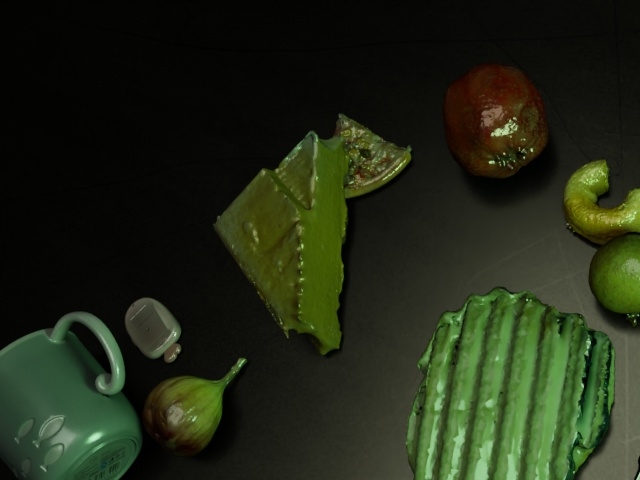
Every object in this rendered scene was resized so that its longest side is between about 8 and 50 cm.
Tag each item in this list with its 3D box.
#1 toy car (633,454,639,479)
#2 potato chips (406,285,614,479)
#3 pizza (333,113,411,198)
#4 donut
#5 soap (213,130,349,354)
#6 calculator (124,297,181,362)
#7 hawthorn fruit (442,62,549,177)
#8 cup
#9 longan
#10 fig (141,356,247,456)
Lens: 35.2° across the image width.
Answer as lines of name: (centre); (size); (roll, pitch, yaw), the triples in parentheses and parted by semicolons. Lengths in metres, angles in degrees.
toy car: (0.548, 0.428, 1.648); (0.108, 0.089, 0.209); (26, 77, 21)
potato chips: (0.331, 0.293, 1.795); (0.359, 0.070, 0.429); (6, 71, 25)
pizza: (0.080, -0.191, 2.082); (0.185, 0.052, 0.195); (-30, 64, 4)
donut: (0.524, -0.067, 1.859); (0.146, 0.078, 0.181); (-42, 60, -3)
soap: (0.000, 0.000, 1.960); (0.304, 0.169, 0.338); (-46, 61, 16)
calculator: (-0.348, 0.187, 2.104); (0.103, 0.024, 0.166); (-45, 61, -1)
hawthorn fruit: (0.326, -0.246, 1.939); (0.205, 0.205, 0.253); (-22, 53, 11)
cup: (-0.480, 0.315, 1.947); (0.274, 0.259, 0.356); (43, 115, 24)
longan: (0.553, 0.070, 1.767); (0.145, 0.176, 0.155); (-28, 26, -38)
fig: (-0.245, 0.303, 1.953); (0.230, 0.143, 0.160); (-58, 32, -7)
